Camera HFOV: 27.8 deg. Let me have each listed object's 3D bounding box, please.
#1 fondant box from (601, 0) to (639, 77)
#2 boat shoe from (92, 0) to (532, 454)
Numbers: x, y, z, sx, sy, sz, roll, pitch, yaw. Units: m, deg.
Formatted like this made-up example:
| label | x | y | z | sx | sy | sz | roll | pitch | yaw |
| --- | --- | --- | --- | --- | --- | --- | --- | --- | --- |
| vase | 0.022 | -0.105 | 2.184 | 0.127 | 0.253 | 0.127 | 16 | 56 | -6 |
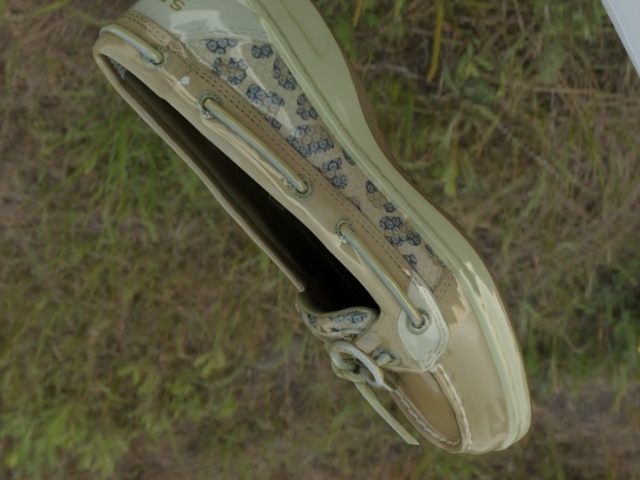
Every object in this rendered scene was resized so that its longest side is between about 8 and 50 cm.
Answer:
| label | x | y | z | sx | sy | sz | roll | pitch | yaw |
| --- | --- | --- | --- | --- | --- | --- | --- | --- | --- |
| fondant box | 0.230 | -0.135 | 0.335 | 0.330 | 0.096 | 0.238 | -22 | 112 | 25 |
| boat shoe | 0.000 | 0.000 | 0.615 | 0.285 | 0.089 | 0.104 | 56 | 155 | -14 |
